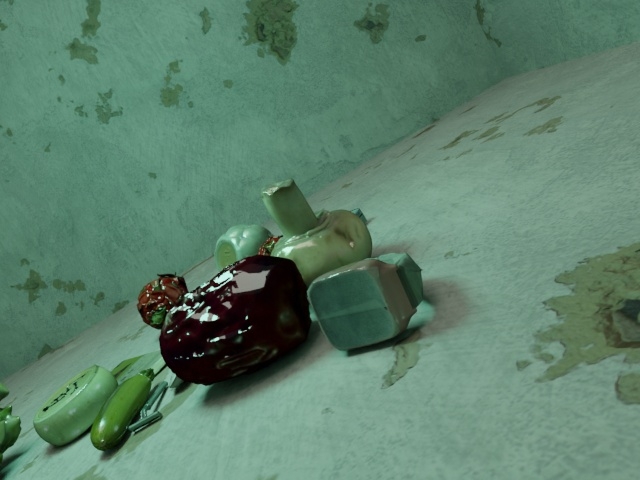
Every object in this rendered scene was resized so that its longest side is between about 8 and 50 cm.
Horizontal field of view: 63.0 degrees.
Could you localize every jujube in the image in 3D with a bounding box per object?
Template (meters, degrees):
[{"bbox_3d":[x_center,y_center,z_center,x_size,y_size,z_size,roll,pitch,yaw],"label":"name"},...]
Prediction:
[{"bbox_3d":[-0.191,0.189,1.218,0.377,0.258,0.258,-35,10,17],"label":"jujube"}]

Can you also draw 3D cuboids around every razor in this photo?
[{"bbox_3d":[-0.432,0.414,1.355,0.084,0.036,0.211,-29,12,2],"label":"razor"}]

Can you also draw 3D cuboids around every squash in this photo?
[{"bbox_3d":[-0.518,0.433,1.372,0.094,0.094,0.341,-29,14,9],"label":"squash"}]

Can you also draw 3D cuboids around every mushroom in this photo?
[{"bbox_3d":[-0.028,-0.016,1.405,0.314,0.336,0.314,-25,19,9],"label":"mushroom"}]

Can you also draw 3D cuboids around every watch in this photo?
[{"bbox_3d":[0.102,0.107,1.076,0.253,0.161,0.241,-20,3,35],"label":"watch"}]

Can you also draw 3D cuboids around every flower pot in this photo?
[{"bbox_3d":[-0.277,0.056,1.958,0.246,0.246,0.195,-21,-10,41],"label":"flower pot"}]

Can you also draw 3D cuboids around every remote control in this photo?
[{"bbox_3d":[-0.372,0.348,1.458,0.229,0.044,0.073,-85,20,-82],"label":"remote control"}]

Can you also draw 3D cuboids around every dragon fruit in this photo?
[{"bbox_3d":[-0.128,0.062,1.730,0.172,0.172,0.209,-33,-8,-9],"label":"dragon fruit"},{"bbox_3d":[-0.596,0.236,2.076,0.234,0.233,0.293,-25,17,28],"label":"dragon fruit"}]

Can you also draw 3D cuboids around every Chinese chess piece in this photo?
[{"bbox_3d":[-0.728,0.488,1.560,0.250,0.101,0.250,-33,18,12],"label":"Chinese chess piece"}]

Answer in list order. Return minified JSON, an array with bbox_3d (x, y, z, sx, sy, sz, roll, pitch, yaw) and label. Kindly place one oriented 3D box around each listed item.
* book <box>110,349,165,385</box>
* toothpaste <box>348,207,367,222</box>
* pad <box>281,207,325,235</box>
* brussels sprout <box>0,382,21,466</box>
[{"bbox_3d":[-0.646,0.459,1.711,0.352,0.035,0.239,-21,18,40],"label":"book"},{"bbox_3d":[0.038,-0.039,1.997,0.313,0.071,0.089,-18,21,46],"label":"toothpaste"},{"bbox_3d":[0.000,0.000,1.605,0.156,0.232,0.004,-28,46,14],"label":"pad"},{"bbox_3d":[-1.113,0.611,1.484,0.361,0.342,0.425,-29,12,4],"label":"brussels sprout"}]
